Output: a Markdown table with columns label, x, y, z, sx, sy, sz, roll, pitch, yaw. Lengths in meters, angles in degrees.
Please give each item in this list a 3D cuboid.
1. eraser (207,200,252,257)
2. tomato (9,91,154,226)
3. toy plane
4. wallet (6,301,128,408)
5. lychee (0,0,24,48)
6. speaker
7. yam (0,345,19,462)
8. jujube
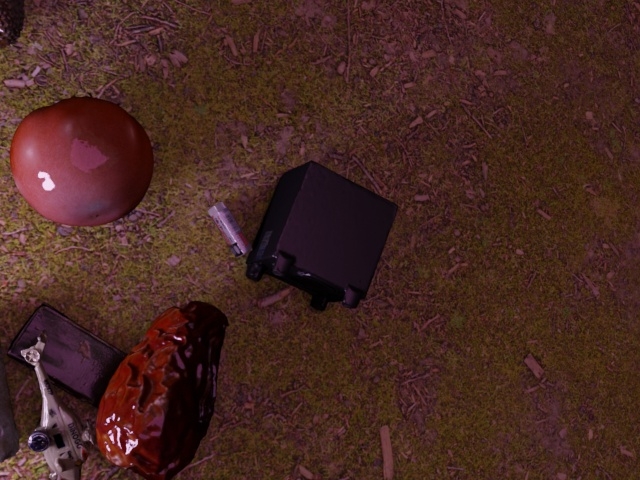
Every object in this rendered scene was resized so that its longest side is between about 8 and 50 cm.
| label | x | y | z | sx | sy | sz | roll | pitch | yaw |
| --- | --- | --- | --- | --- | --- | --- | --- | --- | --- |
| eraser | -0.192 | -0.022 | 1.592 | 0.029 | 0.052 | 0.122 | -33 | 95 | -28 |
| tomato | -0.437 | -0.144 | 1.393 | 0.256 | 0.256 | 0.224 | -9 | 69 | -26 |
| toy plane | -0.479 | 0.306 | 1.355 | 0.108 | 0.092 | 0.286 | -18 | 100 | -5 |
| wallet | -0.467 | 0.227 | 1.432 | 0.232 | 0.031 | 0.121 | 37 | 64 | -18 |
| lychee | -0.640 | -0.451 | 1.397 | 0.197 | 0.165 | 0.165 | 48 | 65 | -10 |
| speaker | 0.000 | 0.000 | 1.608 | 0.232 | 0.184 | 0.253 | 26 | 74 | -19 |
| yam | -0.598 | 0.263 | 1.330 | 0.093 | 0.093 | 0.259 | -10 | 86 | -26 |
| jujube | -0.287 | 0.273 | 1.418 | 0.216 | 0.216 | 0.342 | 32 | 62 | -17 |
